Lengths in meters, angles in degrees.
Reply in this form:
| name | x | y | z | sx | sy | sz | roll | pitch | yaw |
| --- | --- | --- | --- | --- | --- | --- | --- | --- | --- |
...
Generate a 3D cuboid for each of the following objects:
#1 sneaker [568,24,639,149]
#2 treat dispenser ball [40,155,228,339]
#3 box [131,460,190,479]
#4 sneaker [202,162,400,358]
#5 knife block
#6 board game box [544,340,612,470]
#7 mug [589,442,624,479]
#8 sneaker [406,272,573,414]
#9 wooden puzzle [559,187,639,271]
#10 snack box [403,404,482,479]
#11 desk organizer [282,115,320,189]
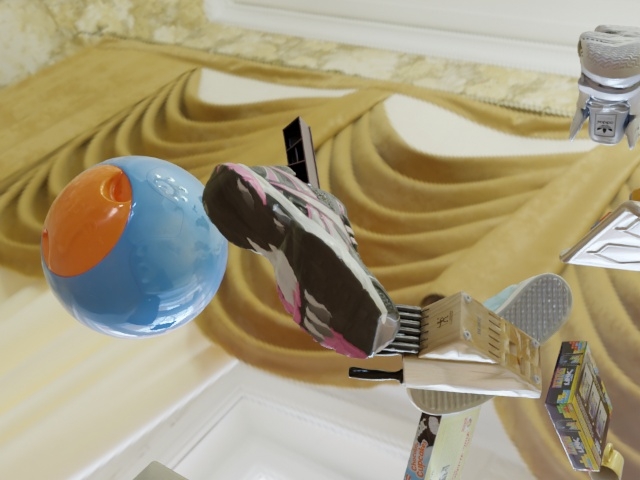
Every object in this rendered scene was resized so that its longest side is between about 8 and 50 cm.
| name | x | y | z | sx | sy | sz | roll | pitch | yaw |
| --- | --- | --- | --- | --- | --- | --- | --- | --- | --- |
| sneaker | 0.510 | -0.256 | 1.502 | 0.137 | 0.366 | 0.210 | 11 | -69 | 18 |
| treat dispenser ball | -0.289 | 0.012 | 1.361 | 0.288 | 0.288 | 0.288 | 26 | -42 | 25 |
| box | -0.190 | 0.435 | 1.242 | 0.148 | 0.121 | 0.311 | 56 | -26 | -16 |
| sneaker | 0.000 | 0.000 | 0.616 | 0.178 | 0.077 | 0.072 | 49 | -48 | 20 |
| knife block | 0.176 | 0.183 | 1.360 | 0.276 | 0.088 | 0.242 | 32 | -42 | -27 |
| board game box | 0.434 | 0.277 | 1.447 | 0.048 | 0.141 | 0.170 | -6 | -54 | 35 |
| mug | 0.589 | 0.453 | 1.753 | 0.062 | 0.064 | 0.078 | 35 | -44 | 12 |
| sneaker | 0.287 | 0.194 | 1.537 | 0.135 | 0.366 | 0.150 | 58 | -22 | 5 |
| wooden puzzle | 0.588 | -0.011 | 1.380 | 0.322 | 0.080 | 0.348 | 7 | -13 | -1 |
| snack box | 0.299 | 0.443 | 2.044 | 0.060 | 0.187 | 0.321 | 22 | -76 | 38 |
| desk organizer | -0.037 | -0.137 | 1.439 | 0.047 | 0.130 | 0.050 | -15 | -22 | 16 |
